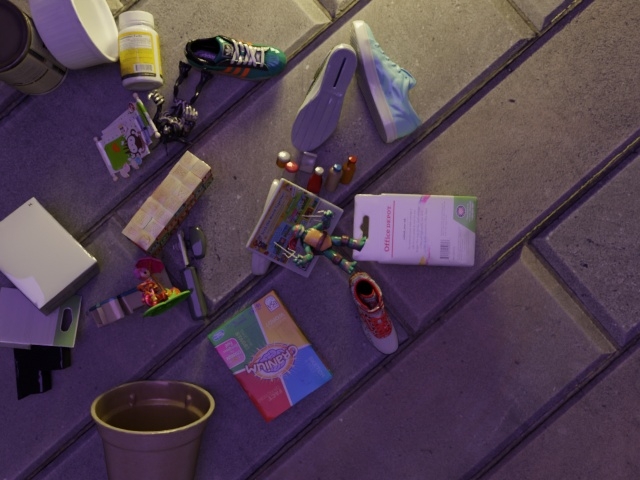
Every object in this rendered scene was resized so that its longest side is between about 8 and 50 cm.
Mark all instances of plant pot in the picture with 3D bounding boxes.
[{"bbox_3d":[-0.472,0.602,1.796,0.334,0.334,0.305,4,101,0],"label":"plant pot"}]

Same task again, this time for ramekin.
[{"bbox_3d":[-0.697,-0.622,1.802,0.135,0.277,0.277,-18,90,7],"label":"ramekin"}]

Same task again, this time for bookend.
[{"bbox_3d":[-0.816,0.383,1.893,0.157,0.072,0.156,-6,89,0],"label":"bookend"}]

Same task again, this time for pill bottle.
[{"bbox_3d":[-0.533,-0.557,1.873,0.119,0.119,0.208,-5,89,0],"label":"pill bottle"}]

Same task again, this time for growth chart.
[{"bbox_3d":[-0.573,-0.297,1.882,0.237,0.021,0.172,-36,85,24],"label":"growth chart"}]

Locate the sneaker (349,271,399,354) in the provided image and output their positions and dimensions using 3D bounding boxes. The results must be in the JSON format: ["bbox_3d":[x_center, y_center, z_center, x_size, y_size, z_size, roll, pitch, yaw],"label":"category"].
[{"bbox_3d":[0.157,0.221,1.861,0.090,0.145,0.270,-23,90,0],"label":"sneaker"}]

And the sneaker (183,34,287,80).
[{"bbox_3d":[-0.252,-0.540,1.873,0.302,0.121,0.108,2,90,0],"label":"sneaker"}]

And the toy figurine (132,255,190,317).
[{"bbox_3d":[-0.479,0.122,1.802,0.130,0.173,0.159,-37,83,25],"label":"toy figurine"}]

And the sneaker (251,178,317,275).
[{"bbox_3d":[-0.096,-0.021,1.880,0.169,0.108,0.292,16,89,3],"label":"sneaker"}]

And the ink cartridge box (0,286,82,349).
[{"bbox_3d":[-0.839,0.233,1.870,0.235,0.056,0.171,9,60,-20],"label":"ink cartridge box"}]

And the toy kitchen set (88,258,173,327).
[{"bbox_3d":[-0.575,0.158,1.902,0.207,0.166,0.122,-23,91,-37],"label":"toy kitchen set"}]

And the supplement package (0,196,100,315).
[{"bbox_3d":[-0.808,0.050,1.829,0.262,0.145,0.204,45,68,1],"label":"supplement package"}]

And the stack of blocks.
[{"bbox_3d":[-0.436,-0.100,1.845,0.087,0.171,0.297,36,79,0],"label":"stack of blocks"}]

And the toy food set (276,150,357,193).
[{"bbox_3d":[-0.016,-0.215,1.859,0.232,0.104,0.111,18,55,-3],"label":"toy food set"}]

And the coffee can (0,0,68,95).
[{"bbox_3d":[-0.861,-0.539,1.794,0.202,0.275,0.201,0,90,0],"label":"coffee can"}]

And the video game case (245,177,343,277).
[{"bbox_3d":[-0.074,-0.034,1.828,0.206,0.026,0.227,27,96,-17],"label":"video game case"}]

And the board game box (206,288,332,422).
[{"bbox_3d":[-0.149,0.343,1.900,0.242,0.064,0.316,-35,90,0],"label":"board game box"}]

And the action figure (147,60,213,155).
[{"bbox_3d":[-0.425,-0.389,1.865,0.164,0.141,0.275,23,87,-2],"label":"action figure"}]

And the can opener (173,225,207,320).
[{"bbox_3d":[-0.376,0.097,1.895,0.093,0.074,0.280,-10,90,-1],"label":"can opener"}]

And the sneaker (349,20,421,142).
[{"bbox_3d":[0.197,-0.481,1.880,0.150,0.135,0.365,-20,99,-8],"label":"sneaker"}]

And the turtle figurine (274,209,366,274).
[{"bbox_3d":[0.000,0.000,1.776,0.234,0.118,0.175,23,93,-1],"label":"turtle figurine"}]

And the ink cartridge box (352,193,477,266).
[{"bbox_3d":[0.269,-0.032,1.874,0.354,0.119,0.207,3,91,-1],"label":"ink cartridge box"}]

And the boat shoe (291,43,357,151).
[{"bbox_3d":[0.016,-0.420,1.880,0.121,0.119,0.335,26,109,-13],"label":"boat shoe"}]
